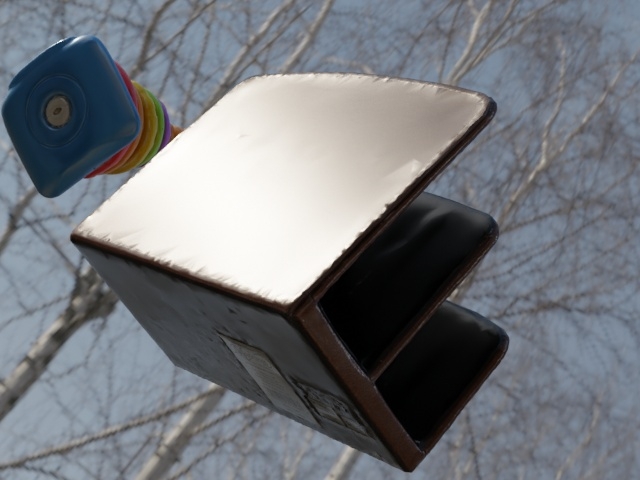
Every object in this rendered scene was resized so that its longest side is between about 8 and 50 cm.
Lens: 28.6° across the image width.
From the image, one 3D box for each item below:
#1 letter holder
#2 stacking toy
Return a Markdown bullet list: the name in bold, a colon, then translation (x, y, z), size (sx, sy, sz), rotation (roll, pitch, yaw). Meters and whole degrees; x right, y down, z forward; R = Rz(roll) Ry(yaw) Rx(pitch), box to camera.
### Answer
- **letter holder**: translation (0.000, 0.000, 0.900), size (0.302, 0.214, 0.152), rotation (14, -35, 53)
- **stacking toy**: translation (-0.259, -0.150, 1.666), size (0.175, 0.302, 0.165), rotation (-34, -107, 20)
